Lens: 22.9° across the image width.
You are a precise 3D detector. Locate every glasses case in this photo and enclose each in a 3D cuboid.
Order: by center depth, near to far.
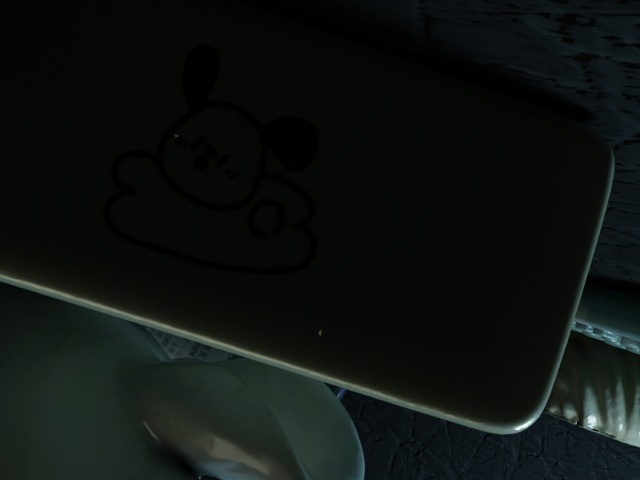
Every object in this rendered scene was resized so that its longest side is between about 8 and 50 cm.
[{"bbox_3d":[-0.046,-0.027,0.623,0.312,0.131,0.070,18,176,-11],"label":"glasses case"}]

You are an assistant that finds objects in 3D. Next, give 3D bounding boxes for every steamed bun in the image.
[{"bbox_3d":[0.293,0.141,1.555,0.182,0.106,0.183,21,177,1],"label":"steamed bun"}]

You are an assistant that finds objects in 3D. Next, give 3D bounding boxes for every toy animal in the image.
[{"bbox_3d":[-0.132,0.109,0.806,0.247,0.183,0.310,17,169,-13],"label":"toy animal"}]

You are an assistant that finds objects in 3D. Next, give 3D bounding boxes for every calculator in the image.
[{"bbox_3d":[0.290,0.078,1.215,0.184,0.042,0.295,21,177,-41],"label":"calculator"}]

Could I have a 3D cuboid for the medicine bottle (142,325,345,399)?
[{"bbox_3d":[-0.105,0.044,1.237,0.293,0.141,0.141,32,176,4],"label":"medicine bottle"}]
